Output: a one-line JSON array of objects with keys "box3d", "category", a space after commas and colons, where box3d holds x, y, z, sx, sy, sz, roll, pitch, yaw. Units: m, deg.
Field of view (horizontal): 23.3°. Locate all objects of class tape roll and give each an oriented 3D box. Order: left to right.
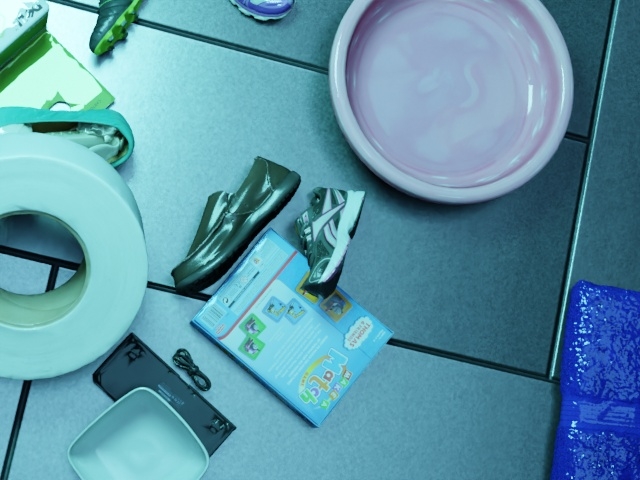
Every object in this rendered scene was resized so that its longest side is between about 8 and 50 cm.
[{"box3d": [-0.349, 0.018, 1.845, 0.286, 0.100, 0.286, -3, 111, -8], "category": "tape roll"}]

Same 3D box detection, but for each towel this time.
[{"box3d": [0.427, 0.216, 2.057, 0.227, 0.076, 0.308, 8, 80, -12], "category": "towel"}]

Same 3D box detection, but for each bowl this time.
[{"box3d": [-0.221, 0.264, 1.910, 0.142, 0.053, 0.142, -40, 92, -2], "category": "bowl"}]

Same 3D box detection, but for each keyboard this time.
[{"box3d": [-0.188, 0.193, 1.955, 0.180, 0.023, 0.108, 43, 82, -4], "category": "keyboard"}]

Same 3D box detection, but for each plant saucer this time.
[{"box3d": [0.168, -0.206, 2.062, 0.332, 0.084, 0.332, 2, 80, -12], "category": "plant saucer"}]

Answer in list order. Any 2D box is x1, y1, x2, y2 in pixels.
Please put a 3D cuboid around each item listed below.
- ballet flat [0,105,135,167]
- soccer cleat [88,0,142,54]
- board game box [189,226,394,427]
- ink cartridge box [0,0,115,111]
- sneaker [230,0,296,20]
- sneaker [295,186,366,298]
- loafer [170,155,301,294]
[{"box3d": [-0.339, -0.119, 1.903, 0.247, 0.087, 0.083, -7, 119, -29], "category": "ballet flat"}, {"box3d": [-0.262, -0.318, 2.003, 0.072, 0.060, 0.179, 27, 70, 3], "category": "soccer cleat"}, {"box3d": [-0.036, 0.112, 1.991, 0.211, 0.039, 0.160, 41, 75, -3], "category": "board game box"}, {"box3d": [-0.403, -0.220, 1.932, 0.255, 0.097, 0.189, 45, 75, -2], "category": "ink cartridge box"}, {"box3d": [-0.106, -0.353, 2.031, 0.170, 0.071, 0.068, 37, 76, -5], "category": "sneaker"}, {"box3d": [0.000, 0.000, 1.989, 0.077, 0.072, 0.178, 16, 43, 4], "category": "sneaker"}, {"box3d": [-0.120, -0.022, 1.981, 0.078, 0.080, 0.220, 41, 70, 6], "category": "loafer"}]
